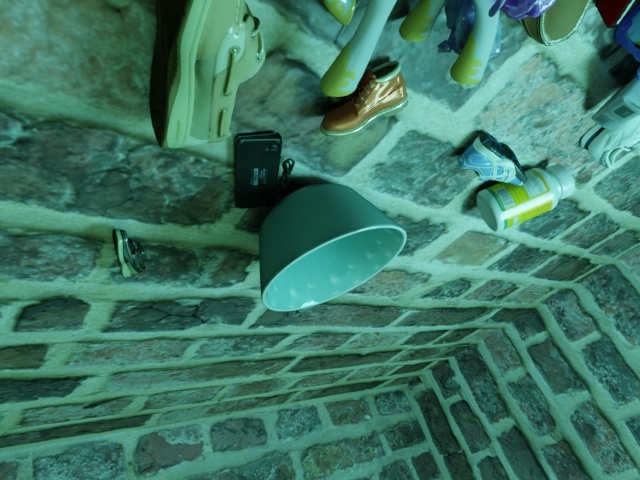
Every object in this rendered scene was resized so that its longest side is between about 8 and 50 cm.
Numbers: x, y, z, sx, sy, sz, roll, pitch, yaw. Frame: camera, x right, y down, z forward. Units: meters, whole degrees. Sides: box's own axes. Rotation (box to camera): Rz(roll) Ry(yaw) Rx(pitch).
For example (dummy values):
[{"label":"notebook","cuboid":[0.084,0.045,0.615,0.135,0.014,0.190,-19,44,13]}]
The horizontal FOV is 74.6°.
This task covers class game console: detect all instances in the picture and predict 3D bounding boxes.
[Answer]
[{"label":"game console","cuboid":[0.504,-0.409,0.634,0.085,0.124,0.144,10,144,-1]}]

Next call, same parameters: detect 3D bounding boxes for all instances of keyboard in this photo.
[{"label":"keyboard","cuboid":[-0.102,-0.123,0.766,0.108,0.023,0.180,-5,147,-14]}]

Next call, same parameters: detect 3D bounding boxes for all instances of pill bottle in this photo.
[{"label":"pill bottle","cuboid":[0.519,-0.113,1.066,0.209,0.117,0.117,-24,149,5]}]

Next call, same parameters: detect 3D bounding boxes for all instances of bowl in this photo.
[{"label":"bowl","cuboid":[0.000,0.000,0.860,0.312,0.163,0.311,-21,154,-11]}]

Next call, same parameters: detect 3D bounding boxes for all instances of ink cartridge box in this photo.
[{"label":"ink cartridge box","cuboid":[0.662,-0.335,0.817,0.232,0.066,0.189,-54,168,14]}]

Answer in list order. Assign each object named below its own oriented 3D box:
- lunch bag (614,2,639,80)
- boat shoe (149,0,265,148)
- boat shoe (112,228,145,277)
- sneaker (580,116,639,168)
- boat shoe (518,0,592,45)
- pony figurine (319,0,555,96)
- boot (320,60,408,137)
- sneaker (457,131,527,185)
[{"label":"lunch bag","cuboid":[0.651,-0.363,0.656,0.293,0.220,0.138,-39,145,26]},{"label":"boat shoe","cuboid":[-0.125,-0.241,0.488,0.110,0.121,0.341,-7,157,-31]},{"label":"boat shoe","cuboid":[-0.364,0.021,0.805,0.049,0.056,0.152,-12,158,-24]},{"label":"sneaker","cuboid":[0.727,-0.275,0.964,0.090,0.094,0.235,-1,142,-27]},{"label":"boat shoe","cuboid":[0.332,-0.384,0.528,0.123,0.119,0.324,-24,149,5]},{"label":"pony figurine","cuboid":[0.145,-0.305,0.419,0.352,0.302,0.363,-4,165,1]},{"label":"boot","cuboid":[0.065,-0.228,0.676,0.158,0.059,0.084,-29,146,-4]},{"label":"sneaker","cuboid":[0.391,-0.172,0.948,0.211,0.080,0.081,20,137,-35]}]
